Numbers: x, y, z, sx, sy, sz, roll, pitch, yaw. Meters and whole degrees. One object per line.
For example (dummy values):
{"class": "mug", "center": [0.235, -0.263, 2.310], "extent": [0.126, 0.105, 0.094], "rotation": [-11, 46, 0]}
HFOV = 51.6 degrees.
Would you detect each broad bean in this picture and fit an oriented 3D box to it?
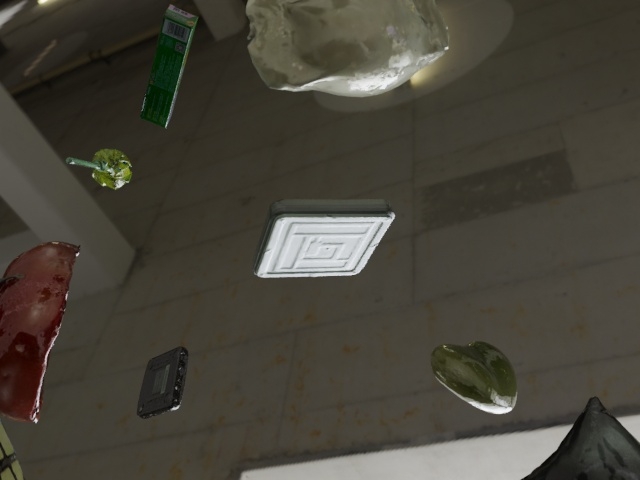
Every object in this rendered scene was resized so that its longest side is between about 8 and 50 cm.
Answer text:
{"class": "broad bean", "center": [0.322, 0.290, 1.389], "extent": [0.189, 0.263, 0.121], "rotation": [43, -71, 29]}

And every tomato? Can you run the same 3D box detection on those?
{"class": "tomato", "center": [-0.373, 0.104, 0.826], "extent": [0.228, 0.101, 0.228], "rotation": [-165, -90, -74]}

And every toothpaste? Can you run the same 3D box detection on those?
{"class": "toothpaste", "center": [-0.218, -0.244, 0.944], "extent": [0.037, 0.043, 0.179], "rotation": [-82, -165, -46]}

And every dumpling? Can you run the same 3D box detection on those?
{"class": "dumpling", "center": [0.029, -0.207, 0.601], "extent": [0.111, 0.155, 0.181], "rotation": [-7, -165, 43]}

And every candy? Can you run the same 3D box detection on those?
{"class": "candy", "center": [-0.309, -0.102, 0.912], "extent": [0.058, 0.062, 0.194], "rotation": [-36, -177, 2]}

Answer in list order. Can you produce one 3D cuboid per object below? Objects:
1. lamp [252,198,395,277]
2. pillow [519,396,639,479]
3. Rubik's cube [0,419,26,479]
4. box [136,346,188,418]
{"class": "lamp", "center": [0.000, 0.000, 1.449], "extent": [0.268, 0.266, 0.047], "rotation": [-1, -121, -18]}
{"class": "pillow", "center": [0.406, 0.358, 0.898], "extent": [0.186, 0.106, 0.250], "rotation": [-56, -135, 10]}
{"class": "Rubik's cube", "center": [-0.405, 0.291, 0.589], "extent": [0.318, 0.264, 0.319], "rotation": [-24, -141, 22]}
{"class": "box", "center": [-0.309, 0.277, 1.285], "extent": [0.125, 0.027, 0.126], "rotation": [-25, -132, 36]}
